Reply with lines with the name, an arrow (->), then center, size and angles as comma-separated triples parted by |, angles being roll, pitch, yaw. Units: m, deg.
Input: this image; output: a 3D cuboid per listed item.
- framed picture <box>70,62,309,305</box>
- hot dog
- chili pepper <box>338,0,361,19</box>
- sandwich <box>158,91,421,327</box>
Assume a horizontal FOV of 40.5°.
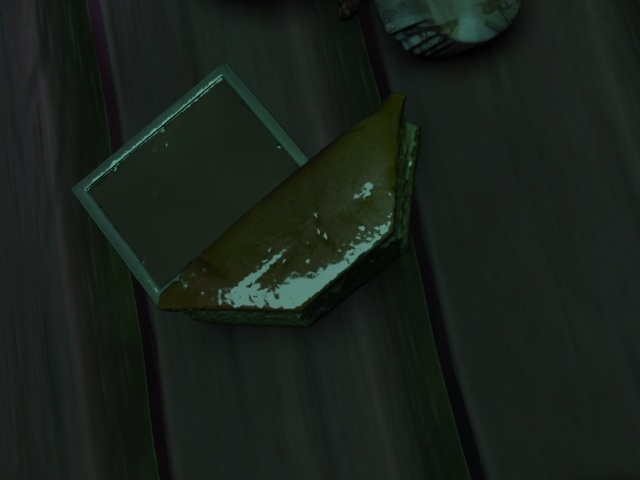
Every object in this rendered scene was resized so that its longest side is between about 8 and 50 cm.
framed picture -> -0.113, -0.052, 0.770 | 0.183, 0.011, 0.142 | -40, 73, 0
hot dog -> 0.077, -0.276, 0.692 | 0.144, 0.075, 0.268 | -22, 111, -8
chili pepper -> 0.030, -0.277, 0.781 | 0.050, 0.041, 0.153 | -5, 71, 54
sandwich -> 0.000, 0.000, 0.692 | 0.258, 0.094, 0.096 | -40, 71, -2
